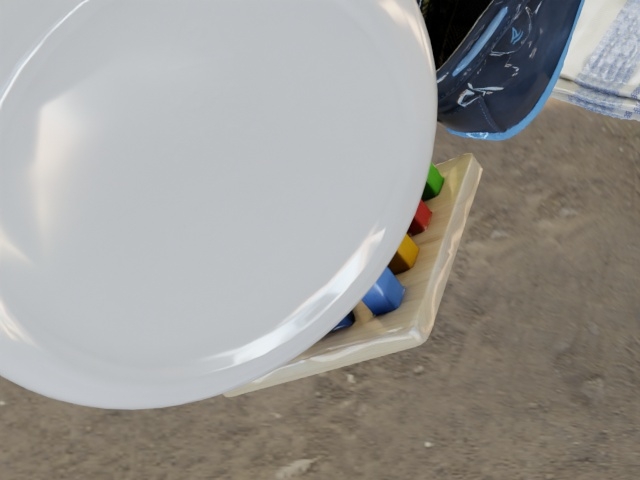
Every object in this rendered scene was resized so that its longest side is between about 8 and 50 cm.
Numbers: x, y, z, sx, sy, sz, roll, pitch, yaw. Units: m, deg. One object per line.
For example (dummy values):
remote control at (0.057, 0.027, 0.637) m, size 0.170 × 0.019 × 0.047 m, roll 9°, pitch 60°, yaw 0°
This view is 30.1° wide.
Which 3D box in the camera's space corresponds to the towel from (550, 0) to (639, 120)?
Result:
towel at (0.300, -0.178, 0.952) m, size 0.209 × 0.034 × 0.285 m, roll -57°, pitch 37°, yaw -4°

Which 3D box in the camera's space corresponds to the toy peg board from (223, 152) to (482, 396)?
toy peg board at (0.000, 0.000, 0.749) m, size 0.161 × 0.079 × 0.160 m, roll -20°, pitch 31°, yaw 37°

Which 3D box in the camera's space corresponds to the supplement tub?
supplement tub at (-0.096, -0.078, 0.476) m, size 0.191 × 0.191 × 0.272 m, roll -53°, pitch 39°, yaw 6°

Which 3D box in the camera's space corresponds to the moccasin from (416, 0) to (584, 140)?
moccasin at (0.141, -0.240, 0.796) m, size 0.138 × 0.117 × 0.342 m, roll 8°, pitch 85°, yaw 38°
